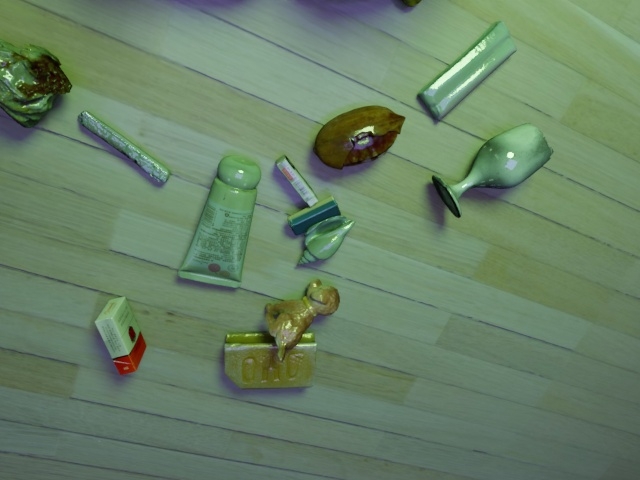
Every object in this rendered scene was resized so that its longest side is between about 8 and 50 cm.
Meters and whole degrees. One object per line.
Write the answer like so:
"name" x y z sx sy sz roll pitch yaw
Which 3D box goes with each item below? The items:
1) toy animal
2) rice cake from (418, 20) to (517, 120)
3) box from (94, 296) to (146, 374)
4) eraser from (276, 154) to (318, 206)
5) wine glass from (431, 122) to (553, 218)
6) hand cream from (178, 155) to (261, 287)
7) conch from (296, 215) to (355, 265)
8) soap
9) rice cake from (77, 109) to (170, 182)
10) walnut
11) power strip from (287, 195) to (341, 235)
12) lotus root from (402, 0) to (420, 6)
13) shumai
"toy animal" -0.030 0.189 1.000 0.185 0.184 0.104 -23 120 1
"rice cake" 0.320 -0.364 0.908 0.221 0.042 0.080 -42 110 8
"box" -0.466 0.223 0.989 0.048 0.100 0.152 -10 113 -2
"eraser" -0.052 -0.133 0.936 0.029 0.052 0.122 -36 113 8
"wine glass" 0.386 -0.159 0.955 0.241 0.126 0.126 -31 113 7
"hand cream" -0.211 -0.033 0.932 0.147 0.093 0.306 13 111 -19
"conch" 0.002 -0.001 0.992 0.180 0.065 0.088 -43 102 14
"soap" -0.130 0.312 1.091 0.232 0.073 0.140 2 107 -8
"rice cake" -0.403 -0.193 0.868 0.207 0.033 0.033 38 100 -20
"walnut" 0.084 -0.221 0.892 0.207 0.116 0.116 -23 113 0
"power strip" -0.016 -0.056 0.971 0.123 0.032 0.056 -25 152 2
"lotus root" 0.168 -0.510 0.822 0.054 0.049 0.099 -33 107 7
"shumai" -0.547 -0.311 0.751 0.142 0.184 0.184 -43 114 -17
